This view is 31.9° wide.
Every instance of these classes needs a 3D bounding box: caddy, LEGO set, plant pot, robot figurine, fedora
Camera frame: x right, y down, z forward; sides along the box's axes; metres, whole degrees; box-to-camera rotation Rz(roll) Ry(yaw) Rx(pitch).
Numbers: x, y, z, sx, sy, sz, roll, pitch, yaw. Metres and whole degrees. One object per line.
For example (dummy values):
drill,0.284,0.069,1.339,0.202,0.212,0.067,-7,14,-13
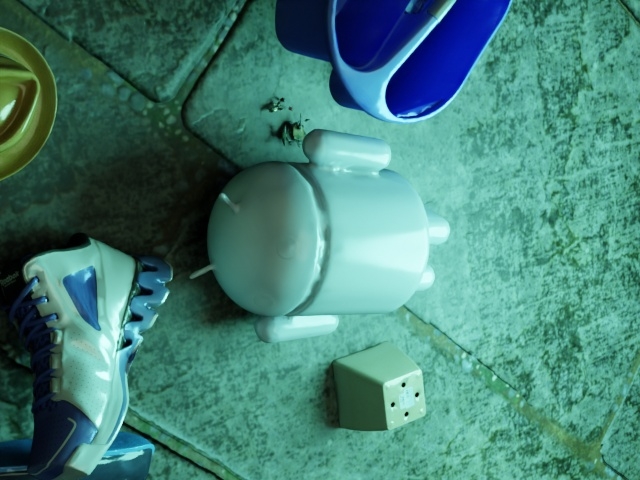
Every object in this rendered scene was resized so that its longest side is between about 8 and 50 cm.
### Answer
caddy,0.109,-0.305,1.369,0.241,0.179,0.341,42,73,-34
LEGO set,-0.040,-0.156,1.530,0.054,0.023,0.083,-29,100,-31
plant pot,0.093,0.221,1.635,0.109,0.096,0.109,-16,106,-32
robot figurine,0.000,0.000,1.469,0.353,0.199,0.300,2,110,-36
fedora,-0.375,-0.150,1.251,0.194,0.079,0.194,-6,101,-35

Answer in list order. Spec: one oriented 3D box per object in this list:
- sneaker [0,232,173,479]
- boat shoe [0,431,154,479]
sneaker,-0.306,0.116,1.298,0.182,0.127,0.316,32,51,-23
boat shoe,-0.315,0.292,1.350,0.258,0.109,0.089,3,99,-34
